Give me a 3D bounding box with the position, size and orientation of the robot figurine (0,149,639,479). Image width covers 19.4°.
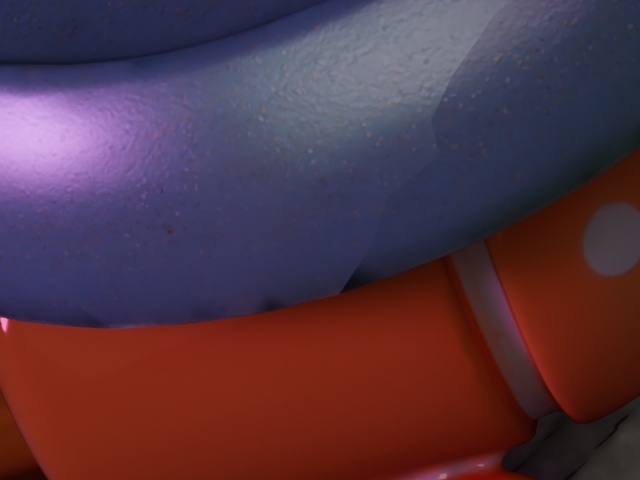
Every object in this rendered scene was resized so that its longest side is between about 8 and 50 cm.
[{"bbox_3d":[-0.001,-0.002,0.458,0.219,0.128,0.158,-18,40,11],"label":"robot figurine"}]

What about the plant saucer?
[{"bbox_3d":[-0.017,-0.126,0.444,0.317,0.044,0.318,-12,54,17],"label":"plant saucer"}]
